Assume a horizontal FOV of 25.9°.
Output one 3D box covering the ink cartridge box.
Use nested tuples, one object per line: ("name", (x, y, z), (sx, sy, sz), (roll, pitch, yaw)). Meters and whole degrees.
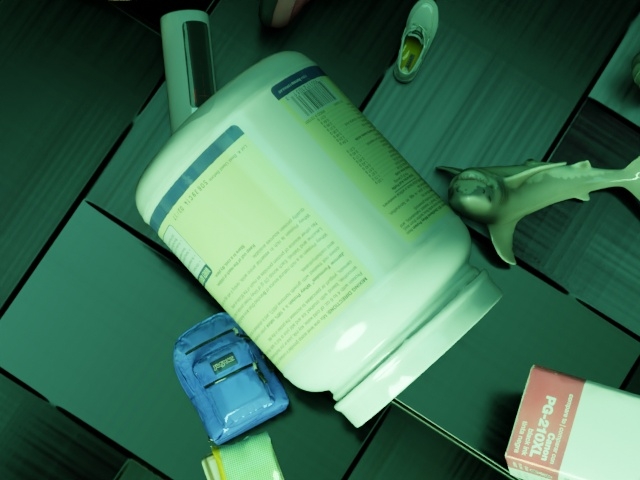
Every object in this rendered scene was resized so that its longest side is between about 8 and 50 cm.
("ink cartridge box", (0.311, 0.215, 1.376), (0.237, 0.172, 0.100), (16, 78, 14))

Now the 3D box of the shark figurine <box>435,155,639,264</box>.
("shark figurine", (0.233, -0.033, 1.485), (0.278, 0.166, 0.116), (-5, 97, -25))

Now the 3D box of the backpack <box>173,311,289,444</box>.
("backpack", (-0.094, 0.134, 1.431), (0.098, 0.101, 0.120), (-25, 79, -13))

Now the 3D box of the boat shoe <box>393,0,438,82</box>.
("boat shoe", (0.106, -0.223, 1.529), (0.035, 0.035, 0.100), (22, 81, 1))

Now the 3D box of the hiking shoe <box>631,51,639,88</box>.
("hiking shoe", (0.439, -0.270, 1.528), (0.304, 0.113, 0.132), (-35, 77, -17))

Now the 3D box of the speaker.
("speaker", (-0.140, -0.175, 1.500), (0.055, 0.055, 0.136), (-5, 81, -4))

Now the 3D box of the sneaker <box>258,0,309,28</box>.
("sneaker", (0.058, -0.337, 1.506), (0.136, 0.116, 0.314), (38, 81, 2))

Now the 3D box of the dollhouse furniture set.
("dollhouse furniture set", (-0.067, 0.275, 1.429), (0.076, 0.058, 0.152), (-18, 82, -6))

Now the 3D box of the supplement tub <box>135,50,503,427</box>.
("supplement tub", (0.000, 0.000, 1.388), (0.235, 0.235, 0.325), (-42, 85, -8))
